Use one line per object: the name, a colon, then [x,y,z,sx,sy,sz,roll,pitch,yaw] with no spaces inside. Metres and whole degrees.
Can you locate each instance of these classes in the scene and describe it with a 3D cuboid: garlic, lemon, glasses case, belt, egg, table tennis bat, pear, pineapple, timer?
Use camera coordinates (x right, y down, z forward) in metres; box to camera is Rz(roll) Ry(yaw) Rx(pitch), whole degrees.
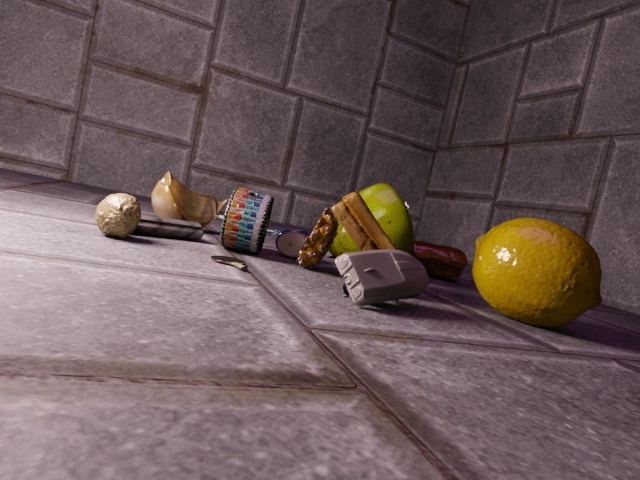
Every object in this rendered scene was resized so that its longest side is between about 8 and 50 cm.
garlic: [-0.490,-0.124,1.664,0.151,0.196,0.338,33,9,38]
lemon: [0.618,0.092,1.246,0.336,0.336,0.336,12,4,-1]
glasses case: [-0.526,-0.048,1.345,0.299,0.060,0.114,8,3,-45]
belt: [-0.253,-0.068,1.428,0.161,0.206,0.295,14,2,-6]
egg: [-0.542,-0.066,1.159,0.140,0.116,0.118,-37,-17,36]
table tennis bat: [-0.233,0.057,1.132,0.087,0.013,0.156,10,4,-35]
pear: [0.175,-0.028,1.645,0.318,0.342,0.238,-15,6,-9]
pineapple: [0.000,0.000,1.360,0.076,0.224,0.225,30,6,6]
timer: [-0.089,0.018,1.548,0.136,0.099,0.136,24,-2,1]

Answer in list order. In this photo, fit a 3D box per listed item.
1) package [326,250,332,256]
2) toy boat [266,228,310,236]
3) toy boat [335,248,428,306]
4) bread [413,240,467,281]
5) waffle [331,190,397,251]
package: [0.144,0.060,1.894,0.251,0.062,0.204,8,3,-4]
toy boat: [-0.182,-0.028,2.102,0.292,0.070,0.210,10,-1,19]
toy boat: [0.151,0.095,1.049,0.141,0.140,0.269,16,6,42]
bread: [0.480,0.081,1.952,0.344,0.148,0.195,13,3,9]
waffle: [0.159,0.005,1.306,0.327,0.098,0.224,56,6,-4]
